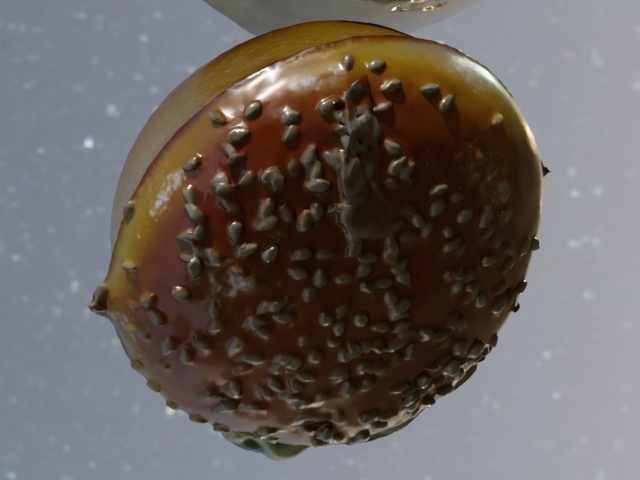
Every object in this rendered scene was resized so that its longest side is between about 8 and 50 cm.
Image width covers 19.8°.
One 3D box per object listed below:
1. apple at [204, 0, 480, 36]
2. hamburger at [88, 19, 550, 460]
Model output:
[{"bbox_3d":[-0.025,-0.285,0.973,0.374,0.384,0.374,-16,-71,-56],"label":"apple"},{"bbox_3d":[0.004,-0.002,0.874,0.237,0.147,0.237,-19,-40,-17],"label":"hamburger"}]
